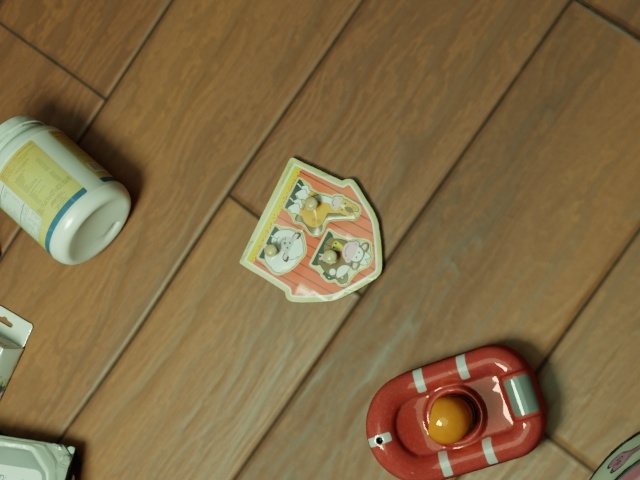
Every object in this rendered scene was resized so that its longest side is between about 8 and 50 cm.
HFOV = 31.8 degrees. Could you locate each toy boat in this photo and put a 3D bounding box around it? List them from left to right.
[{"bbox_3d":[0.167,0.227,1.439,0.231,0.151,0.151,-21,80,14],"label":"toy boat"}]

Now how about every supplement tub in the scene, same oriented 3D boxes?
[{"bbox_3d":[-0.390,-0.076,1.637,0.199,0.144,0.144,40,98,16],"label":"supplement tub"}]

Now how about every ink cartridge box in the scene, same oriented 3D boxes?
[{"bbox_3d":[-0.524,0.186,1.701,0.104,0.061,0.181,26,93,17],"label":"ink cartridge box"}]

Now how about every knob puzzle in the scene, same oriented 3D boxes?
[{"bbox_3d":[0.000,0.000,1.572,0.213,0.030,0.213,-1,85,17],"label":"knob puzzle"}]

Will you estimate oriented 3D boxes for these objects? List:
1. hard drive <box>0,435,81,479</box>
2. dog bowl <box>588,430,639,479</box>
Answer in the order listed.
[{"bbox_3d":[-0.536,0.384,1.596,0.339,0.064,0.237,8,56,5],"label":"hard drive"},{"bbox_3d":[0.487,0.410,1.329,0.408,0.150,0.408,-2,85,17],"label":"dog bowl"}]
